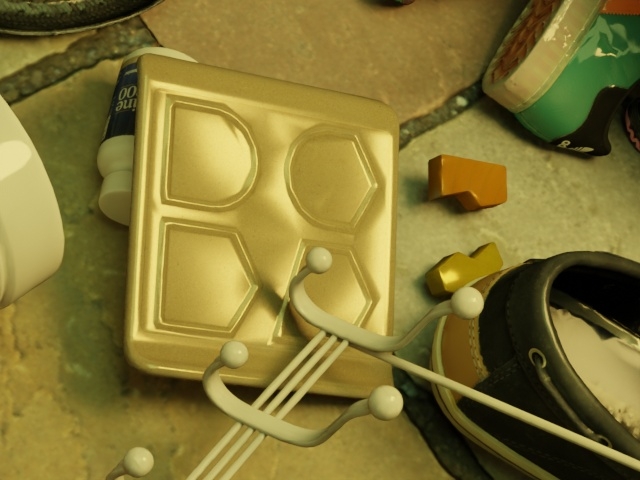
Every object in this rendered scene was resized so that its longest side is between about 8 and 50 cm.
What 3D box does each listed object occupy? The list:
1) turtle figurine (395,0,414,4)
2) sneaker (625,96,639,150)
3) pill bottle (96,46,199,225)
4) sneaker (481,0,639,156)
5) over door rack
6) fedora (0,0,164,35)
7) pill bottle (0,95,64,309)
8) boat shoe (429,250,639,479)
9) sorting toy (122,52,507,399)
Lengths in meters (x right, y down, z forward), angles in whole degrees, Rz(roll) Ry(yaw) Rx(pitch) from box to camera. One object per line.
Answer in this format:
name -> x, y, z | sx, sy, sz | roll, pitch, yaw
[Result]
turtle figurine -> 0.155, -0.273, 1.464 | 0.118, 0.234, 0.175 | 50, 28, -41
sneaker -> 0.293, -0.075, 1.489 | 0.047, 0.057, 0.119 | -38, 78, -28
pill bottle -> -0.122, -0.073, 1.342 | 0.067, 0.067, 0.120 | 16, 59, -10
sneaker -> 0.259, -0.203, 1.475 | 0.121, 0.108, 0.302 | 37, 91, -16
over door rack -> 0.067, 0.149, 1.158 | 0.324, 0.108, 0.239 | 31, 47, 14
fedora -> -0.226, -0.311, 1.384 | 0.334, 0.152, 0.334 | 8, 62, -14
pill bottle -> -0.363, 0.047, 1.105 | 0.407, 0.229, 0.229 | -33, 77, -30
boat shoe -> 0.318, 0.155, 1.316 | 0.500, 0.156, 0.187 | 28, 59, -7
sorting toy -> 0.000, 0.000, 1.341 | 0.307, 0.041, 0.229 | 9, 73, -31
